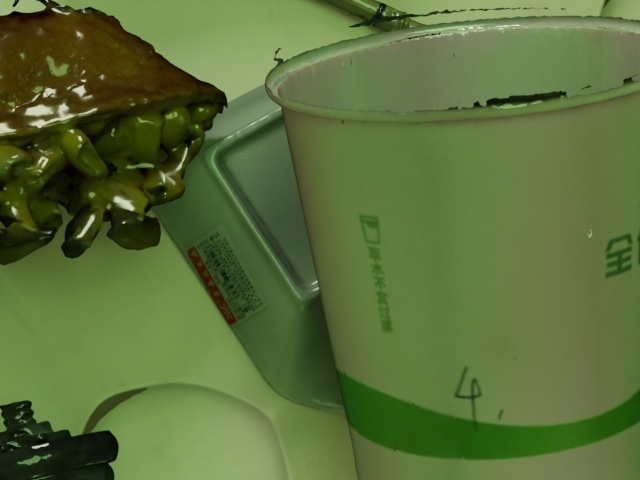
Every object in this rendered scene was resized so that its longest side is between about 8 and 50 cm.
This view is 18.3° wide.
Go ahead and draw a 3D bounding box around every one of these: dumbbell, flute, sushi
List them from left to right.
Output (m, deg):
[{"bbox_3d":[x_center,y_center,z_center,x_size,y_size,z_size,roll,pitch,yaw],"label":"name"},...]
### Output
[{"bbox_3d":[-0.206,-0.062,1.239,0.296,0.167,0.179,-3,80,-33],"label":"sushi"},{"bbox_3d":[-0.156,0.221,1.202,0.110,0.110,0.254,-12,82,-15],"label":"dumbbell"},{"bbox_3d":[-0.023,-0.189,1.387,0.233,0.027,0.027,26,70,-4],"label":"flute"}]

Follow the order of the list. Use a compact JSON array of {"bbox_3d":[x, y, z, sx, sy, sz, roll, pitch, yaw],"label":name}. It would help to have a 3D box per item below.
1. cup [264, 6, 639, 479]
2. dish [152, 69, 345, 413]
[{"bbox_3d":[0.106,0.012,1.197,0.253,0.253,0.273,-11,107,-15],"label":"cup"},{"bbox_3d":[0.000,0.000,1.317,0.154,0.064,0.234,-31,84,-19],"label":"dish"}]
